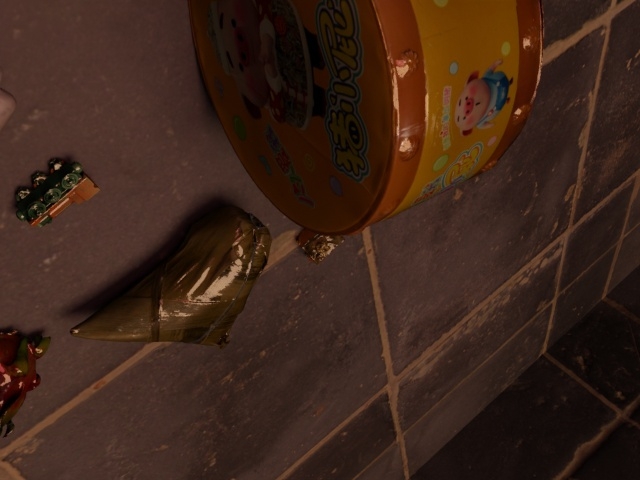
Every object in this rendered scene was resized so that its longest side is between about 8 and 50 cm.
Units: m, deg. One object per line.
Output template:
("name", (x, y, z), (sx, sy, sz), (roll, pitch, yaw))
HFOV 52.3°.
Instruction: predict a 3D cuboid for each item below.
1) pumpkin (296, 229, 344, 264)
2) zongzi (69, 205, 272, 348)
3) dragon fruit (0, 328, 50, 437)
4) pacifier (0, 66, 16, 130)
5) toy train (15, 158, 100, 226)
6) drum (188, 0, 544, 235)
("pumpkin", (0.000, 0.000, 1.262), (0.083, 0.054, 0.074), (-42, 140, -1))
("zongzi", (-0.224, 0.053, 1.015), (0.274, 0.125, 0.250), (8, 117, -44))
("dragon fruit", (-0.466, 0.214, 0.923), (0.142, 0.175, 0.138), (-26, 139, 20))
("pacifier", (-0.419, -0.128, 0.590), (0.226, 0.238, 0.287), (32, 101, -26))
("toy train", (-0.345, -0.058, 0.848), (0.103, 0.044, 0.064), (-43, 155, -9))
("drum", (0.032, -0.226, 0.775), (0.214, 0.431, 0.431), (-24, 138, -28))
